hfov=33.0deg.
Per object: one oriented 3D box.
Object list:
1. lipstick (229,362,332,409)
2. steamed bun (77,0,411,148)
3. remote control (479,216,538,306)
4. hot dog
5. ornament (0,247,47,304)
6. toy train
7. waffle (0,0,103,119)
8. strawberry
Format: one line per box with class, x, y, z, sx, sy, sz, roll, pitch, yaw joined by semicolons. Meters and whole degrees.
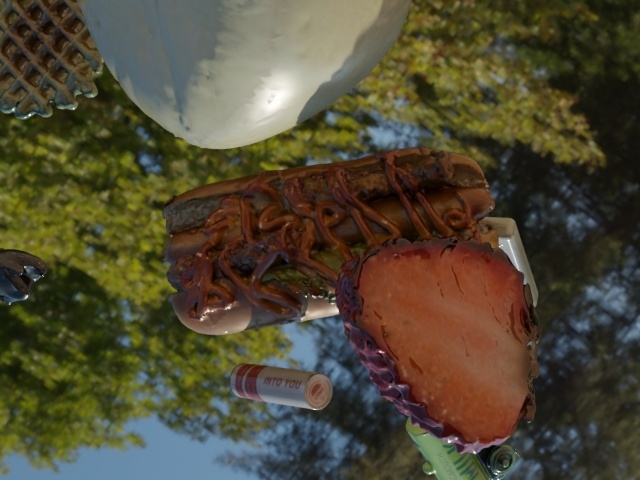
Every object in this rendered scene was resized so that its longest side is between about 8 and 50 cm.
lipstick;-0.043;0.151;1.124;0.038;0.038;0.131;21;166;-37
steamed bun;-0.047;-0.245;0.854;0.233;0.333;0.312;-19;-127;-30
remote control;0.183;0.027;1.174;0.088;0.029;0.190;3;153;23
hot dog;0.000;0.000;1.068;0.117;0.349;0.158;6;-105;-75
ornament;-0.512;0.002;1.495;0.236;0.080;0.202;38;161;-23
toy train;0.248;0.369;1.951;0.105;0.157;0.253;36;161;55
waffle;-0.558;-0.394;2.156;0.056;0.292;0.309;16;-110;-68
strawberry;0.087;0.083;0.962;0.237;0.111;0.190;29;-116;-31
